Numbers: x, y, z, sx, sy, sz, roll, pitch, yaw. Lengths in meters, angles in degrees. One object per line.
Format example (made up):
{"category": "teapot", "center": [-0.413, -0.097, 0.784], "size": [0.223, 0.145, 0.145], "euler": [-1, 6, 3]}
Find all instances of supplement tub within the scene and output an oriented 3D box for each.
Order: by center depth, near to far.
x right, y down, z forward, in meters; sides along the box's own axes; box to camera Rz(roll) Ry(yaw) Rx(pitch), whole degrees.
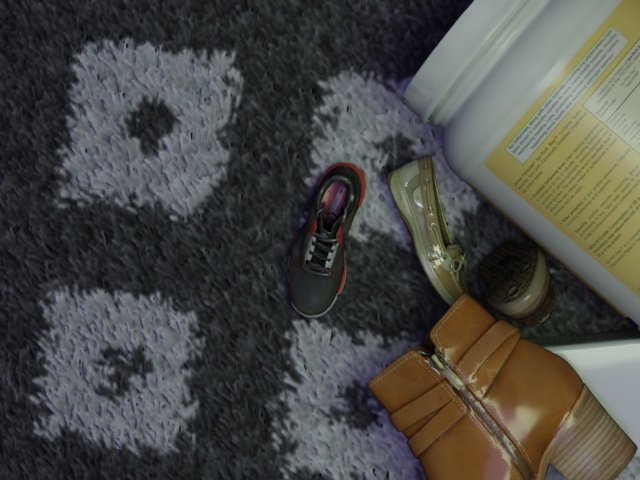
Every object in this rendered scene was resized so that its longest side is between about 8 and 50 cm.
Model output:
{"category": "supplement tub", "center": [0.262, -0.096, 1.494], "size": [0.331, 0.241, 0.241], "euler": [41, 98, 3]}

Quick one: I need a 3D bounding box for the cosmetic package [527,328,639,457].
{"category": "cosmetic package", "center": [0.224, 0.153, 1.597], "size": [0.231, 0.085, 0.117], "euler": [-5, 93, 6]}

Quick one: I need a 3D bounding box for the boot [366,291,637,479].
{"category": "boot", "center": [0.121, 0.207, 1.513], "size": [0.220, 0.109, 0.283], "euler": [43, 94, 2]}

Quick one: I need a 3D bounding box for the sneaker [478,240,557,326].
{"category": "sneaker", "center": [0.195, 0.047, 1.539], "size": [0.066, 0.188, 0.071], "euler": [-42, 98, 8]}

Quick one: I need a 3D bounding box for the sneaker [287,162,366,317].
{"category": "sneaker", "center": [0.000, 0.000, 1.622], "size": [0.061, 0.065, 0.158], "euler": [13, 96, 6]}

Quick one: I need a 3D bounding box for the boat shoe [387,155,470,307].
{"category": "boat shoe", "center": [0.115, -0.006, 1.614], "size": [0.048, 0.056, 0.153], "euler": [-25, 83, 13]}
